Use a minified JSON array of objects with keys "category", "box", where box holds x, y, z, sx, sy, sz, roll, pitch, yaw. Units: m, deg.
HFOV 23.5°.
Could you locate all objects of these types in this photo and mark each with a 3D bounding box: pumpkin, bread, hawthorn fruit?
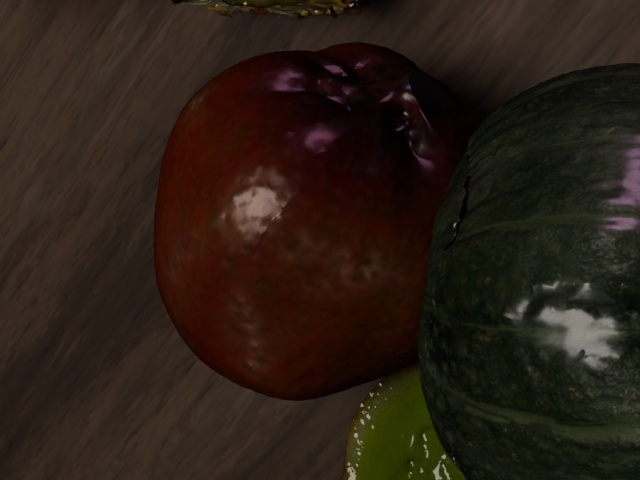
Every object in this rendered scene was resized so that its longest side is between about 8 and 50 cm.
[{"category":"pumpkin","box":[0.203,0.041,1.024,0.257,0.328,0.291,2,129,29]},{"category":"bread","box":[0.118,0.205,1.266,0.236,0.070,0.236,2,93,41]},{"category":"hawthorn fruit","box":[-0.003,-0.015,1.224,0.311,0.295,0.295,-33,69,27]}]

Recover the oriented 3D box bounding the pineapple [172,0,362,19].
[{"category":"pineapple","box":[-0.064,-0.253,1.337,0.236,0.186,0.114,14,100,48]}]
